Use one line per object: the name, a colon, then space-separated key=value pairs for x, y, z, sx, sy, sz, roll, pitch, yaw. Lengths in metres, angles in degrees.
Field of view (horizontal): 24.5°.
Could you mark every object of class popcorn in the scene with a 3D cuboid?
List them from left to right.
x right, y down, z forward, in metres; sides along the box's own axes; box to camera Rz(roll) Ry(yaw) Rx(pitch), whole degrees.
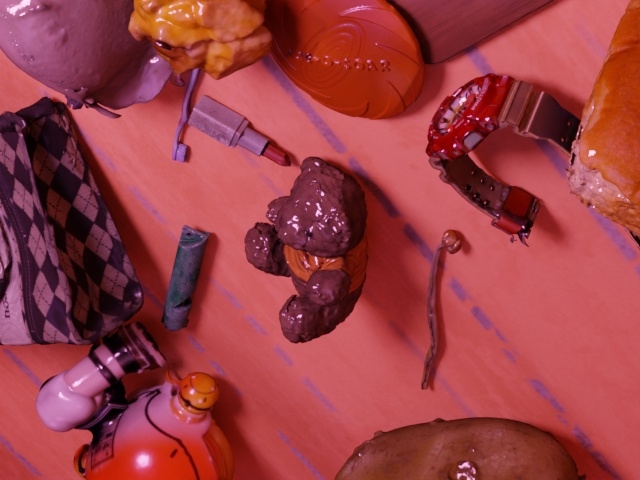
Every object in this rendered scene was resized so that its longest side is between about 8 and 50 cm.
popcorn: x=-0.126 y=-0.239 z=1.528 sx=0.167 sy=0.152 sz=0.148 roll=32 pitch=172 yaw=-22

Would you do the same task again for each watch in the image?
watch: x=0.231 y=-0.062 z=1.545 sx=0.165 sy=0.102 sz=0.268 roll=-14 pitch=130 yaw=47

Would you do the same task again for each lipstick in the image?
lipstick: x=-0.089 y=-0.121 z=1.708 sx=0.129 sy=0.030 sz=0.030 roll=29 pitch=138 yaw=-1

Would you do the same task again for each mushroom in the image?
mushroom: x=0.138 y=0.087 z=1.783 sx=0.026 sy=0.028 sz=0.286 roll=-11 pitch=139 yaw=-16

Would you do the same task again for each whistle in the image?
whistle: x=-0.176 y=0.048 z=1.916 sx=0.039 sy=0.039 sz=0.186 roll=26 pitch=137 yaw=7

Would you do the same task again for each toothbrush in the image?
toothbrush: x=-0.153 y=-0.158 z=1.722 sx=0.019 sy=0.013 sz=0.193 roll=21 pitch=138 yaw=3

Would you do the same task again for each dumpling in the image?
dumpling: x=-0.269 y=-0.269 z=1.601 sx=0.293 sy=0.204 sz=0.163 roll=42 pitch=171 yaw=-35

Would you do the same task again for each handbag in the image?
handbag: x=-0.462 y=-0.026 z=1.925 sx=0.416 sy=0.180 sz=0.316 roll=1 pitch=118 yaw=31

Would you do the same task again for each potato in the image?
potato: x=0.160 y=0.340 z=1.870 sx=0.270 sy=0.219 sz=0.359 roll=34 pitch=132 yaw=-17

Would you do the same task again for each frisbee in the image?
frisbee: x=0.019 y=-0.197 z=1.552 sx=0.192 sy=0.035 sz=0.192 roll=21 pitch=143 yaw=17

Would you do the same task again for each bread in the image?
bread: x=0.322 y=-0.117 z=1.325 sx=0.174 sy=0.245 sz=0.121 roll=31 pitch=157 yaw=-10

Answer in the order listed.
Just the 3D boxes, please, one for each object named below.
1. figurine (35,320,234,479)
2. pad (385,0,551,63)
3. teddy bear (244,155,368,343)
figurine: x=-0.252 y=0.298 z=2.080 sx=0.323 sy=0.196 sz=0.320 roll=49 pitch=130 yaw=-5
pad: x=0.111 y=-0.320 z=1.409 sx=0.286 sy=0.018 sz=0.284 roll=-25 pitch=113 yaw=44
teddy bear: x=0.000 y=0.000 z=1.703 sx=0.140 sy=0.177 sz=0.190 roll=-12 pitch=140 yaw=-19
